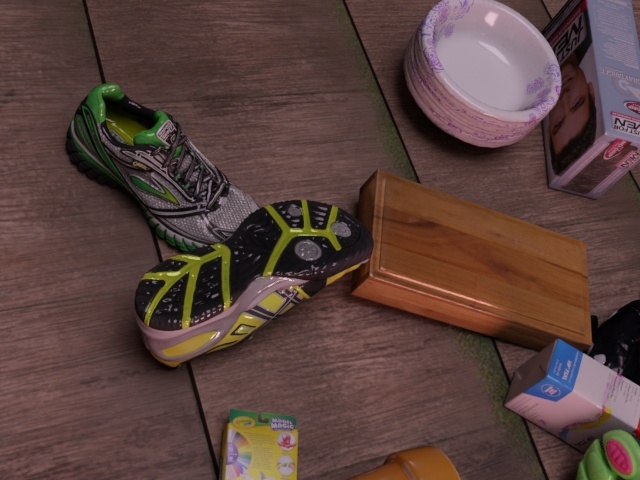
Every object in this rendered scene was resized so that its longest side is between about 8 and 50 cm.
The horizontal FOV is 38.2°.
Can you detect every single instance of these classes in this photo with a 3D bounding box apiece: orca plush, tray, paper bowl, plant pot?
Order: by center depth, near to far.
[{"bbox_3d":[0.075,0.383,1.201,0.188,0.205,0.205,-5,64,-17],"label":"plant pot"},{"bbox_3d":[0.256,0.042,1.523,0.411,0.076,0.202,17,57,-17],"label":"tray"},{"bbox_3d":[0.549,0.169,1.559,0.287,0.102,0.151,-19,81,-39],"label":"orca plush"},{"bbox_3d":[0.287,-0.299,1.706,0.284,0.148,0.284,10,58,-16],"label":"paper bowl"}]

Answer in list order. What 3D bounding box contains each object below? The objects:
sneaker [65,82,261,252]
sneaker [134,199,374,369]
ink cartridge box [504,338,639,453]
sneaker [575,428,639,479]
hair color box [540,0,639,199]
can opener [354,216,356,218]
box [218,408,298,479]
[{"bbox_3d":[-0.229,-0.101,1.384,0.344,0.146,0.134,33,55,-2],"label":"sneaker"},{"bbox_3d":[-0.095,0.058,1.344,0.385,0.147,0.145,-21,56,-27],"label":"sneaker"},{"bbox_3d":[0.425,0.264,1.446,0.231,0.134,0.078,31,54,-3],"label":"ink cartridge box"},{"bbox_3d":[0.548,0.494,1.363,0.202,0.185,0.482,-23,78,-45],"label":"sneaker"},{"bbox_3d":[0.517,-0.289,1.770,0.114,0.185,0.374,12,58,-16],"label":"hair color box"},{"bbox_3d":[0.000,0.000,1.474,0.186,0.073,0.059,-11,64,-39],"label":"can opener"},{"bbox_3d":[-0.086,0.323,1.262,0.105,0.043,0.179,11,61,-16],"label":"box"}]
